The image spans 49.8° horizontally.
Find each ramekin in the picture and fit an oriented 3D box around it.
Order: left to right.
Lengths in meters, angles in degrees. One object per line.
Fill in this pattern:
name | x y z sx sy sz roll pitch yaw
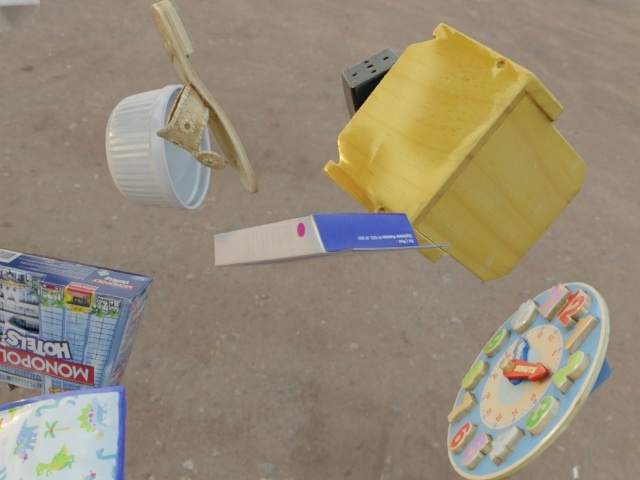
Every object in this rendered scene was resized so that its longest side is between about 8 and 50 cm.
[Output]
ramekin | -0.269 -0.151 1.149 0.108 0.207 0.207 -3 26 12

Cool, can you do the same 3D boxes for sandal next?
sandal | -0.159 -0.149 0.795 0.079 0.240 0.088 -26 10 -15

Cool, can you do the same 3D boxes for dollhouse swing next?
dollhouse swing | 0.267 -0.145 1.306 0.315 0.347 0.305 44 10 35

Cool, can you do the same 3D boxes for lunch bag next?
lunch bag | -0.246 0.216 0.655 0.096 0.151 0.129 36 40 -53

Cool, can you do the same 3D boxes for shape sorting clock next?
shape sorting clock | 0.180 0.123 0.625 0.040 0.206 0.206 39 28 -7

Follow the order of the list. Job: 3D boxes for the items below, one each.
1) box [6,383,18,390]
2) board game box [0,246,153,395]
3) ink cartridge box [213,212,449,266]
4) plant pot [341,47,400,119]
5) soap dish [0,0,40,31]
box | -0.427 0.160 0.981 0.052 0.062 0.083 -24 83 -48
board game box | -0.285 0.119 0.745 0.194 0.194 0.060 10 22 7
ink cartridge box | 0.000 0.000 1.043 0.175 0.069 0.370 -2 -1 -36
plant pot | 0.146 -0.329 1.588 0.187 0.167 0.188 -27 31 6
soap dish | -0.511 -0.328 0.857 0.290 0.118 0.229 -13 12 -29
